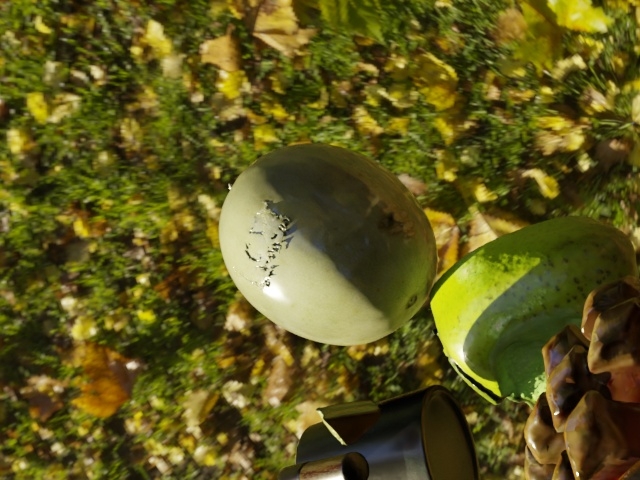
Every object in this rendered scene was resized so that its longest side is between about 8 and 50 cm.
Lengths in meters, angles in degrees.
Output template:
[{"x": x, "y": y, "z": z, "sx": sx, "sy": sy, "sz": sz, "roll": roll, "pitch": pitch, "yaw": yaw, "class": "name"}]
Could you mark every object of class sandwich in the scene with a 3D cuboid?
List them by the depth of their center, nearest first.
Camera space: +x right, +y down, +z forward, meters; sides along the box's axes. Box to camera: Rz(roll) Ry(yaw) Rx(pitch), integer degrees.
[{"x": 0.028, "y": 0.200, "z": 1.154, "sx": 0.031, "sy": 0.083, "sz": 0.044, "roll": 30, "pitch": 116, "yaw": 49, "class": "sandwich"}]

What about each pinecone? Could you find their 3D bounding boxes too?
[{"x": 0.336, "y": 0.175, "z": 0.889, "sx": 0.384, "sy": 0.384, "sz": 0.384, "roll": 2, "pitch": 97, "yaw": 16, "class": "pinecone"}]

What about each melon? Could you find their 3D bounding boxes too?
[{"x": 0.000, "y": 0.000, "z": 1.484, "sx": 0.330, "sy": 0.268, "sz": 0.268, "roll": 35, "pitch": 105, "yaw": 26, "class": "melon"}]

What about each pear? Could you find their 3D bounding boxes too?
[{"x": 0.319, "y": 0.093, "z": 1.391, "sx": 0.292, "sy": 0.159, "sz": 0.292, "roll": -6, "pitch": 133, "yaw": -7, "class": "pear"}]

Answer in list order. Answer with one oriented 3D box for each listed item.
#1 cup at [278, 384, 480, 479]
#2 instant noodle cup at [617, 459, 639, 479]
[{"x": 0.061, "y": 0.253, "z": 1.252, "sx": 0.177, "sy": 0.239, "sz": 0.166, "roll": -17, "pitch": 50, "yaw": 26, "class": "cup"}, {"x": 0.268, "y": 0.240, "z": 0.587, "sx": 0.230, "sy": 0.182, "sz": 0.230, "roll": -8, "pitch": 112, "yaw": -22, "class": "instant noodle cup"}]
